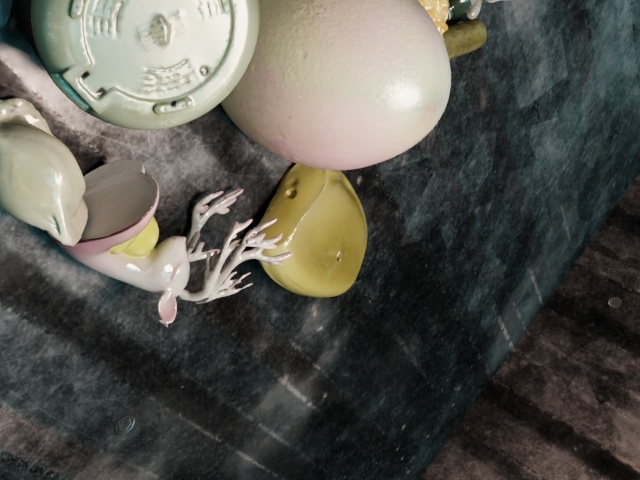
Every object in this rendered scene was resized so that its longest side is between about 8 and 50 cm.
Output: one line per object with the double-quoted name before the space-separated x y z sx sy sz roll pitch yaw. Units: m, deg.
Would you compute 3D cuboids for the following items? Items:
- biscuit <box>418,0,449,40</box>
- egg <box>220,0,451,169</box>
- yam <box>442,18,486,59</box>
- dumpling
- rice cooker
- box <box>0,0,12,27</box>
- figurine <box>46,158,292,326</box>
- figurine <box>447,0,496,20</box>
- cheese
"biscuit" 0.176 -0.496 1.465 0.205 0.040 0.308 -4 103 -41
"egg" 0.051 -0.268 1.271 0.355 0.340 0.354 -29 137 -31
"yam" 0.209 -0.388 1.601 0.372 0.083 0.083 -24 131 -37
"dumpling" -0.390 -0.103 1.074 0.228 0.124 0.151 62 23 -26
"rice cooker" -0.238 -0.296 0.977 0.288 0.277 0.288 -14 123 -23
"box" -0.420 -0.344 0.852 0.162 0.130 0.226 -12 125 -63
"figurine" -0.230 -0.003 1.263 0.284 0.206 0.315 -41 146 -6
"figurine" 0.326 -0.534 1.602 0.192 0.147 0.126 -34 159 -3
"cheese" 0.000 0.000 1.585 0.259 0.128 0.316 -54 145 -11
